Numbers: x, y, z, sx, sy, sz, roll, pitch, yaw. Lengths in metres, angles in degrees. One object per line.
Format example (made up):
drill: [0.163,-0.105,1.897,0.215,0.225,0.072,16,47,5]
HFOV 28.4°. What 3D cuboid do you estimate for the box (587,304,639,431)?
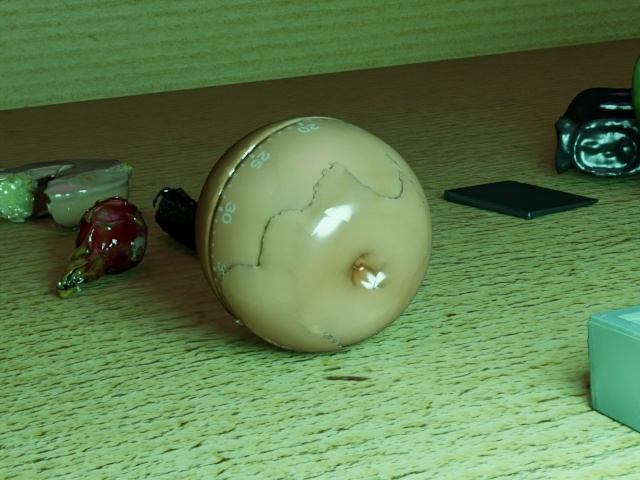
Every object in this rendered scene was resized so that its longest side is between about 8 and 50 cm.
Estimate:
box: [0.324,0.109,0.970,0.129,0.086,0.225,-10,14,-23]

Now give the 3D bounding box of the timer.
timer: [-0.007,-0.006,1.248,0.229,0.230,0.215,-11,25,-26]

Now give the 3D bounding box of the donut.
donut: [-0.387,-0.072,1.934,0.232,0.085,0.199,8,19,42]

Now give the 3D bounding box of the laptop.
laptop: [0.287,-0.059,1.826,0.135,0.016,0.197,-11,17,-29]

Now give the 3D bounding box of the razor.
razor: [0.471,-0.171,2.023,0.189,0.107,0.327,0,15,16]

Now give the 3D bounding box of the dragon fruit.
dragon fruit: [-0.268,0.017,1.576,0.094,0.094,0.190,-1,36,13]

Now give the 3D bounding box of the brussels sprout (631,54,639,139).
brussels sprout: [0.583,-0.162,1.621,0.354,0.282,0.289,14,-12,-22]

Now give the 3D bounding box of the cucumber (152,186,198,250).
cucumber: [-0.166,-0.019,1.698,0.067,0.067,0.245,-10,17,-22]
